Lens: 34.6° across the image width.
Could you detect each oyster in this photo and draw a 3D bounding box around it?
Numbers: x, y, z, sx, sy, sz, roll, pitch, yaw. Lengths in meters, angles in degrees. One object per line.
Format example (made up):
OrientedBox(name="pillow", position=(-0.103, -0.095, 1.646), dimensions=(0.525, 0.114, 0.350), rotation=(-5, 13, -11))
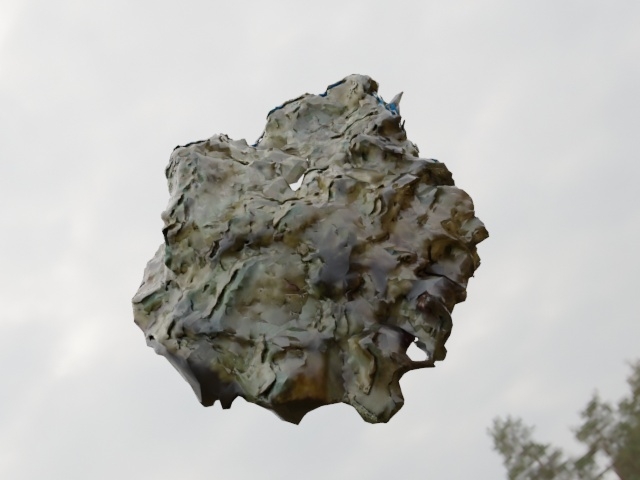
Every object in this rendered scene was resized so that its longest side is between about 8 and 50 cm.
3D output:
OrientedBox(name="oyster", position=(-0.001, -0.006, 0.602), dimensions=(0.259, 0.198, 0.092), rotation=(-60, -26, -50))
